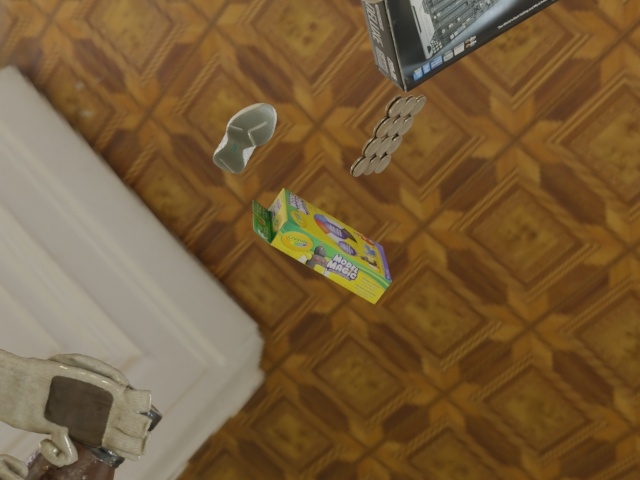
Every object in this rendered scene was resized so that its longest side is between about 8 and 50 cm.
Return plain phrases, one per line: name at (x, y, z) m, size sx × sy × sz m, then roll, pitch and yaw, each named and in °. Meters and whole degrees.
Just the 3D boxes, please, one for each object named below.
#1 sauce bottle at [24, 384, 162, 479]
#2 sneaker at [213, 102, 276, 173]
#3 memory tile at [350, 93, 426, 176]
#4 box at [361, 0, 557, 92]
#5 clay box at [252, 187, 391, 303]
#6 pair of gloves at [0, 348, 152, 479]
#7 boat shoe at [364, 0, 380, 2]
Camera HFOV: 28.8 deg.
sauce bottle at (-0.316, 0.307, 1.403) m, size 0.111 × 0.344 × 0.111 m, roll 39°, pitch 174°, yaw 5°
sneaker at (-0.093, -0.142, 1.572) m, size 0.053 × 0.061 × 0.152 m, roll 30°, pitch 150°, yaw -12°
memory tile at (0.103, -0.161, 1.902) m, size 0.012 × 0.113 × 0.148 m, roll 40°, pitch 115°, yaw 19°
box at (0.192, -0.368, 1.593) m, size 0.076 × 0.307 × 0.242 m, roll 47°, pitch 162°, yaw 40°
clay box at (0.000, 0.000, 1.902) m, size 0.222 × 0.127 × 0.053 m, roll 31°, pitch 109°, yaw -18°
pair of gloves at (-0.276, 0.218, 1.235) m, size 0.204 × 0.042 × 0.240 m, roll 12°, pitch 106°, yaw -2°
boat shoe at (0.025, -0.446, 1.436) m, size 0.340 × 0.158 × 0.127 m, roll 56°, pitch 152°, yaw 1°
